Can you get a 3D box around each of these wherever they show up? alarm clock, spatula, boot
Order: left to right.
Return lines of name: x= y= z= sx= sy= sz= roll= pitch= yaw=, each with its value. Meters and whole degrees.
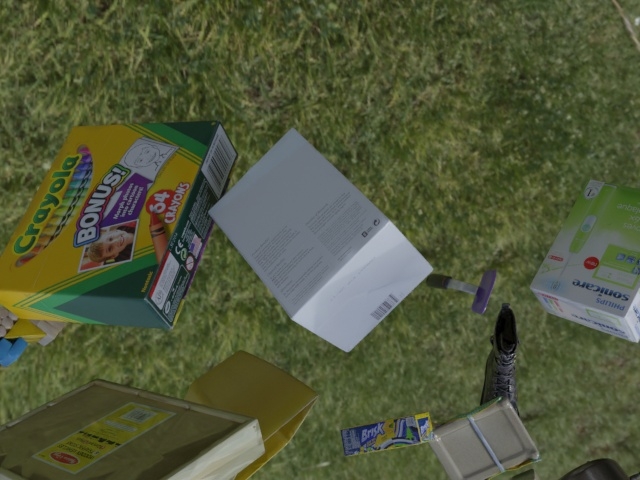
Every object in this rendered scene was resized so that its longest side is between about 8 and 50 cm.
spatula: x=0.262 y=0.085 z=1.358 sx=0.030 sy=0.084 sz=0.296 roll=22 pitch=177 yaw=-16
boot: x=0.413 y=0.303 z=1.627 sx=0.091 sy=0.262 sz=0.229 roll=0 pitch=145 yaw=9
alarm clock: x=0.353 y=0.356 z=0.980 sx=0.192 sy=0.064 sz=0.129 roll=1 pitch=130 yaw=-37

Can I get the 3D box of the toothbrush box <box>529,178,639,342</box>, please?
toothbrush box: x=0.596 y=0.035 z=1.457 sx=0.283 sy=0.206 sz=0.122 roll=-58 pitch=134 yaw=-12

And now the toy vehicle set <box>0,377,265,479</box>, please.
toy vehicle set: x=-0.203 y=0.196 z=0.665 sx=0.267 sy=0.035 sz=0.166 roll=1 pitch=-163 yaw=42

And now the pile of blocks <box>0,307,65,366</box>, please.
pile of blocks: x=-0.637 y=0.180 z=1.241 sx=0.113 sy=0.148 sz=0.362 roll=-32 pitch=153 yaw=34

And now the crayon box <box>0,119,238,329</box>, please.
crayon box: x=-0.345 y=-0.038 z=1.215 sx=0.313 sy=0.362 sz=0.106 roll=2 pitch=145 yaw=20

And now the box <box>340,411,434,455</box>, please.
box: x=0.125 y=0.365 z=1.342 sx=0.169 sy=0.054 sz=0.059 roll=-20 pitch=163 yaw=32

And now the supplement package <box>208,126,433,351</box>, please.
supplement package: x=0.000 y=0.000 z=1.142 sx=0.199 sy=0.262 sz=0.198 roll=-45 pitch=144 yaw=3

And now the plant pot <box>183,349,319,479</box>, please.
plant pot: x=-0.165 y=0.353 z=1.437 sx=0.212 sy=0.187 sz=0.212 roll=-31 pitch=156 yaw=-43

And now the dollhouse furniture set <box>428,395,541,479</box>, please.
dollhouse furniture set: x=0.368 y=0.462 z=1.527 sx=0.198 sy=0.151 sz=0.301 roll=-29 pitch=99 yaw=13
